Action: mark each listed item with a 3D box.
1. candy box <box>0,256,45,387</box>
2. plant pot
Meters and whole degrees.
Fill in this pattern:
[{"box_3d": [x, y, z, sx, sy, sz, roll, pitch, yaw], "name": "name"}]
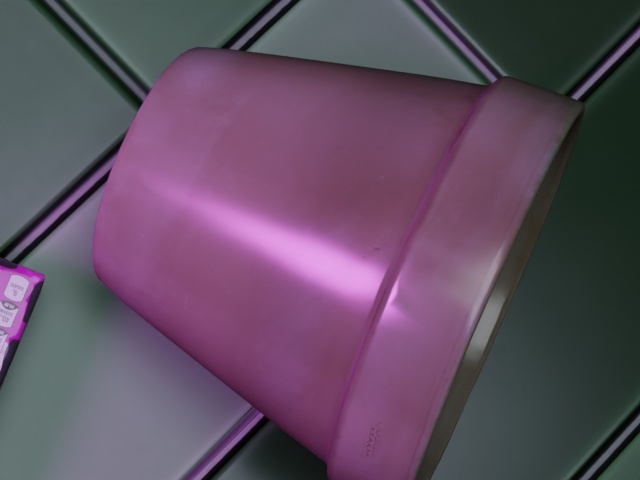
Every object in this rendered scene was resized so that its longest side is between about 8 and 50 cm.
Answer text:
[{"box_3d": [-0.318, 0.105, 1.289, 0.159, 0.071, 0.233, 22, 79, -8], "name": "candy box"}, {"box_3d": [0.000, 0.000, 1.273, 0.280, 0.323, 0.323, 22, 78, 9], "name": "plant pot"}]
